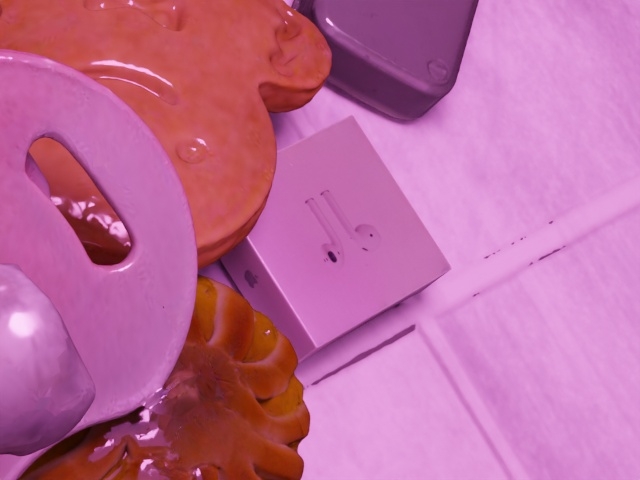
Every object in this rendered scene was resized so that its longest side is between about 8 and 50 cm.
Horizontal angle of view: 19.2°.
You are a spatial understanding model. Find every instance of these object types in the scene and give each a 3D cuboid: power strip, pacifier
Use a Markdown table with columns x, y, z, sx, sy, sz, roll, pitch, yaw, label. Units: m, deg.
| x | y | z | sx | sy | sz | roll | pitch | yaw | label |
| --- | --- | --- | --- | --- | --- | --- | --- | --- | --- |
| 0.036 | -0.236 | 1.413 | 0.194 | 0.059 | 0.265 | 29 | 57 | -17 | power strip |
| -0.202 | 0.046 | 1.003 | 0.332 | 0.220 | 0.273 | -41 | 57 | -18 | pacifier |

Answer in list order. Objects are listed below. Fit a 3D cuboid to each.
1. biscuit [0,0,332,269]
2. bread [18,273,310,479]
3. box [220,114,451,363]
| x | y | z | sx | sy | sz | roll | pitch | yaw | label |
| --- | --- | --- | --- | --- | --- | --- | --- | --- | --- |
| -0.127 | -0.127 | 1.238 | 0.275 | 0.052 | 0.355 | 16 | 48 | -10 | biscuit |
| -0.102 | 0.112 | 1.158 | 0.213 | 0.105 | 0.213 | 12 | 64 | -25 | bread |
| 0.000 | 0.000 | 1.290 | 0.130 | 0.051 | 0.129 | -29 | 82 | -34 | box |
